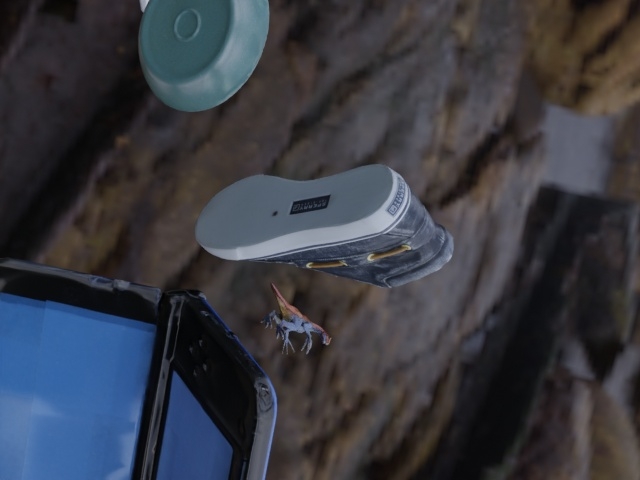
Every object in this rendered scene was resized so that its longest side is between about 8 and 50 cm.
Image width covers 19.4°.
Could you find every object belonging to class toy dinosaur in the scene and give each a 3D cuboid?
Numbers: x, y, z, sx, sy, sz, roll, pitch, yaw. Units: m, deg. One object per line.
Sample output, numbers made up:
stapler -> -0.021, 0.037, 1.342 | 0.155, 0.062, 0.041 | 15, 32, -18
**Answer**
toy dinosaur -> -0.020, 0.090, 2.011 | 0.082, 0.047, 0.090 | -8, 115, -45

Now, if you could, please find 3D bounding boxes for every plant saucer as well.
plant saucer -> -0.091, -0.153, 1.349 | 0.021, 0.119, 0.119 | 18, 86, -53

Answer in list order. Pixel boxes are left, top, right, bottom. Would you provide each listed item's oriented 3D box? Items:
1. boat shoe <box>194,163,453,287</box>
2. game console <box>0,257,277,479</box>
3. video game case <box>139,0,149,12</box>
boat shoe -> 0.000, 0.000, 1.286 | 0.083, 0.183, 0.065 | 44, 55, -38
game console -> -0.178, 0.191, 1.545 | 0.173, 0.250, 0.293 | -3, 118, -27
video game case -> -0.095, -0.317, 1.875 | 0.023, 0.201, 0.183 | -98, 180, -46
